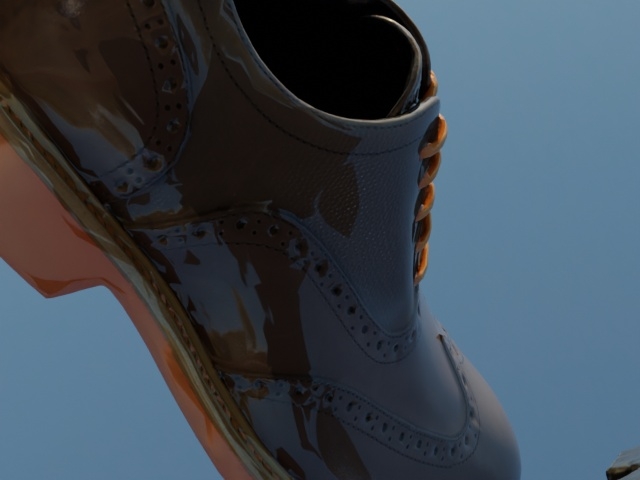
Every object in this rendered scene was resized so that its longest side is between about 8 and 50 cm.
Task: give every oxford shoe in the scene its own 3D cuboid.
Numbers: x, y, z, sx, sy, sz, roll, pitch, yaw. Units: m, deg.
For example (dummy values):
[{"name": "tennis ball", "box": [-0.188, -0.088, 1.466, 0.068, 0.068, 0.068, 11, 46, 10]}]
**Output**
[{"name": "oxford shoe", "box": [0.000, 0.000, 0.671, 0.132, 0.364, 0.130, -30, -134, 13]}]

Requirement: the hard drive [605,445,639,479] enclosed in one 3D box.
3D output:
[{"name": "hard drive", "box": [0.146, 0.216, 0.484, 0.064, 0.237, 0.339, -19, -95, 13]}]
